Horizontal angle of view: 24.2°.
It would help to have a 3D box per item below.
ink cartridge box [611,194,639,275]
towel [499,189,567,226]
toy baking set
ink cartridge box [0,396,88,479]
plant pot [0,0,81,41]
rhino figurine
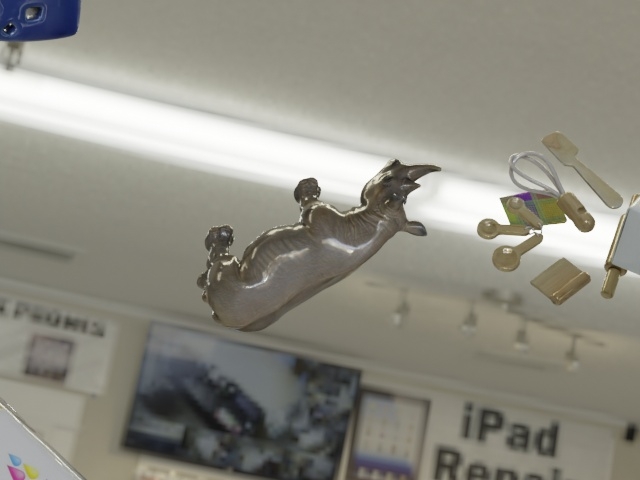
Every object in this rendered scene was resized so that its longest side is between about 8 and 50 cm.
[{"bbox_3d":[0.405,-0.014,1.589,0.127,0.072,0.175,24,33,21],"label":"ink cartridge box"},{"bbox_3d":[0.288,-0.041,2.021,0.083,0.060,0.009,-9,-36,-13],"label":"towel"},{"bbox_3d":[0.313,-0.034,1.898,0.197,0.256,0.030,22,-31,14],"label":"toy baking set"},{"bbox_3d":[-0.295,0.206,1.116,0.278,0.201,0.117,40,-12,15],"label":"ink cartridge box"},{"bbox_3d":[-0.390,-0.340,1.539,0.212,0.236,0.236,-18,44,-34],"label":"plant pot"},{"bbox_3d":[0.000,0.000,1.295,0.243,0.106,0.073,-29,-54,5],"label":"rhino figurine"}]
